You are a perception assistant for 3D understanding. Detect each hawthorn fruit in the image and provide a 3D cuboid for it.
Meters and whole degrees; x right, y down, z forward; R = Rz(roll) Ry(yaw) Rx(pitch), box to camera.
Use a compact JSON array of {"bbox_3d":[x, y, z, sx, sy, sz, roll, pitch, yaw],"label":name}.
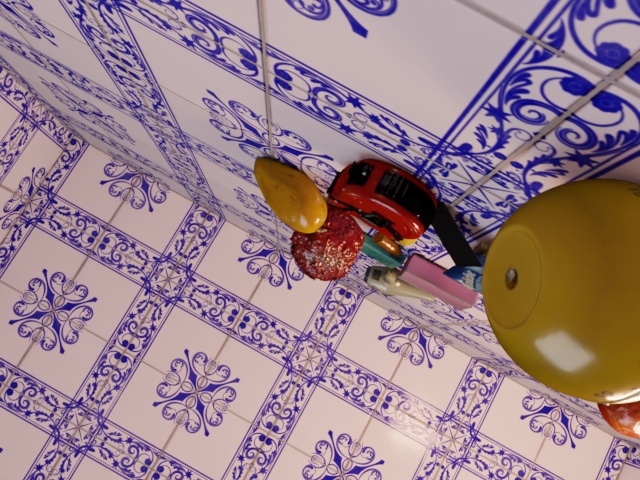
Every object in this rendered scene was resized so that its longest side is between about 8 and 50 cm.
[{"bbox_3d":[0.917,0.450,1.748,0.242,0.242,0.272,34,177,-27],"label":"hawthorn fruit"}]

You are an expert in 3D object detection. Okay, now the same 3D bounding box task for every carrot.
[{"bbox_3d":[0.237,0.017,1.976,0.139,0.048,0.048,33,170,-36],"label":"carrot"}]

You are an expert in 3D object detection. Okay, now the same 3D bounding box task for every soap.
[{"bbox_3d":[0.409,0.147,2.027,0.259,0.081,0.181,27,171,5],"label":"soap"}]

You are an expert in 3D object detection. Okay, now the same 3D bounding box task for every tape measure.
[{"bbox_3d":[0.152,-0.099,1.424,0.253,0.114,0.260,30,170,-9],"label":"tape measure"}]

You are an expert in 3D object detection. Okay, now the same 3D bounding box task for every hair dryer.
[{"bbox_3d":[0.338,0.177,2.295,0.296,0.119,0.298,19,174,-11],"label":"hair dryer"}]

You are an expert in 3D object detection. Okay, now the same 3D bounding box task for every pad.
[{"bbox_3d":[0.324,-0.012,1.457,0.190,0.004,0.127,58,165,-7],"label":"pad"}]

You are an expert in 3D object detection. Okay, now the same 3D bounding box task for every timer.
[{"bbox_3d":[0.462,0.076,0.904,0.387,0.376,0.376,9,176,-16],"label":"timer"}]

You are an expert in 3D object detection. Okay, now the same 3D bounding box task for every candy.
[{"bbox_3d":[0.444,0.099,1.584,0.187,0.077,0.331,23,166,7],"label":"candy"}]

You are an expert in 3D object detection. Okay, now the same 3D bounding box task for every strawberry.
[{"bbox_3d":[0.000,0.000,1.947,0.274,0.274,0.220,23,-167,33],"label":"strawberry"}]

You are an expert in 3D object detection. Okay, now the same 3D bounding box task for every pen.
[{"bbox_3d":[0.419,0.039,1.595,0.040,0.032,0.233,5,166,5],"label":"pen"}]

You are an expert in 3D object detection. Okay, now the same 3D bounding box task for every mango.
[{"bbox_3d":[-0.092,-0.140,1.803,0.317,0.119,0.176,42,139,12],"label":"mango"}]

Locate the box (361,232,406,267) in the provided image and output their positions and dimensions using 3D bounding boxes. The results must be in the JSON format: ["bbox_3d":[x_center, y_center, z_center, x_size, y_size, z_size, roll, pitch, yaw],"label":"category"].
[{"bbox_3d":[0.191,0.029,2.159,0.229,0.041,0.162,30,170,-3],"label":"box"}]

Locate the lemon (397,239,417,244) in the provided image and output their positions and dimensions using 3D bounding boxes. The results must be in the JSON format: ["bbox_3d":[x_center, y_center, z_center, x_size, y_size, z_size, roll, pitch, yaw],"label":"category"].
[{"bbox_3d":[0.239,-0.028,1.628,0.082,0.082,0.110,25,165,25],"label":"lemon"}]
